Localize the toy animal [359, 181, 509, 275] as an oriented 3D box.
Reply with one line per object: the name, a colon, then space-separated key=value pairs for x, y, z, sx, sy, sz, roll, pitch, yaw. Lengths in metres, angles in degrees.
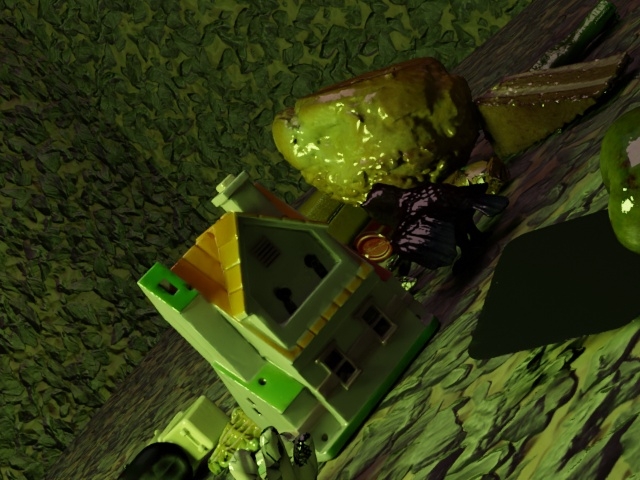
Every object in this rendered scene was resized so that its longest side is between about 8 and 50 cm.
toy animal: x=0.152 y=-0.047 z=1.358 sx=0.218 sy=0.179 sz=0.116 roll=-53 pitch=-13 yaw=-51

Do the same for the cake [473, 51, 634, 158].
cake: x=0.352 y=-0.224 z=1.562 sx=0.116 sy=0.113 sz=0.295 roll=-50 pitch=15 yaw=-26

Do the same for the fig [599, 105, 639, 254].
fig: x=0.324 y=-0.047 z=0.831 sx=0.133 sy=0.185 sz=0.126 roll=-85 pitch=2 yaw=-58

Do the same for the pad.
pad: x=0.179 y=0.075 z=0.999 sx=0.323 sy=0.055 sz=0.250 roll=-39 pitch=9 yaw=33

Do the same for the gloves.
gloves: x=-0.066 y=0.277 z=1.023 sx=0.212 sy=0.111 sz=0.127 roll=-44 pitch=-17 yaw=24

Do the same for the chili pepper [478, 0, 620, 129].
chili pepper: x=0.397 y=-0.309 z=1.854 sx=0.359 sy=0.076 sz=0.085 roll=-39 pitch=-11 yaw=7

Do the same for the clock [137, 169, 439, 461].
clock: x=-0.049 y=0.076 z=1.221 sx=0.235 sy=0.309 sz=0.166 roll=-47 pitch=9 yaw=-25

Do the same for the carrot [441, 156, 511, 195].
carrot: x=0.207 y=-0.062 z=1.587 sx=0.228 sy=0.069 sz=0.069 roll=-36 pitch=11 yaw=50

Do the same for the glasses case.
glasses case: x=0.000 y=0.000 z=1.875 sx=0.371 sy=0.141 sz=0.173 roll=-51 pitch=-13 yaw=-44

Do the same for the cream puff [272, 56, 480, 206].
cream puff: x=0.101 y=-0.168 z=1.700 sx=0.343 sy=0.231 sz=0.327 roll=-17 pitch=14 yaw=5

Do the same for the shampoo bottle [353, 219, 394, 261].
shampoo bottle: x=0.164 y=-0.070 z=1.818 sx=0.260 sy=0.064 sz=0.102 roll=-48 pitch=9 yaw=-31

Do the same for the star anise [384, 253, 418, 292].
star anise: x=0.093 y=0.071 z=1.474 sx=0.157 sy=0.053 sz=0.212 roll=-43 pitch=6 yaw=16

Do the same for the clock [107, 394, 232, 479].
clock: x=-0.285 y=0.399 z=1.460 sx=0.276 sy=0.120 sz=0.379 roll=-46 pitch=5 yaw=32

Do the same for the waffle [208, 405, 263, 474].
waffle: x=-0.088 y=0.260 z=1.464 sx=0.169 sy=0.036 sz=0.183 roll=-36 pitch=12 yaw=30
